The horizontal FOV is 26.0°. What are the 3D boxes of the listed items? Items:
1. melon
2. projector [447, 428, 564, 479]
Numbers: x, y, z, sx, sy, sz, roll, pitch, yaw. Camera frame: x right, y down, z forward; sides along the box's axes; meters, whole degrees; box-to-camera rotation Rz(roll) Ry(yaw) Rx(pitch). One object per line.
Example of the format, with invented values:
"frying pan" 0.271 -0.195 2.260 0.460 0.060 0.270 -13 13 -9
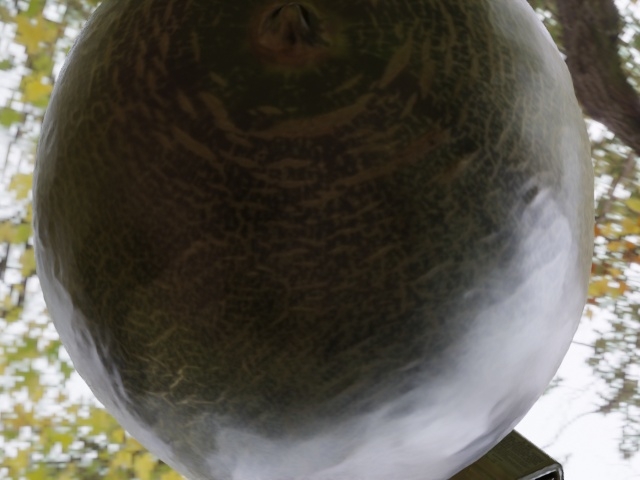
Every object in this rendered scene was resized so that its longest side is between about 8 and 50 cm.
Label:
"melon" 0.000 0.000 0.629 0.248 0.329 0.249 -3 -122 5
"projector" 0.091 0.257 1.075 0.193 0.088 0.270 35 -54 34
